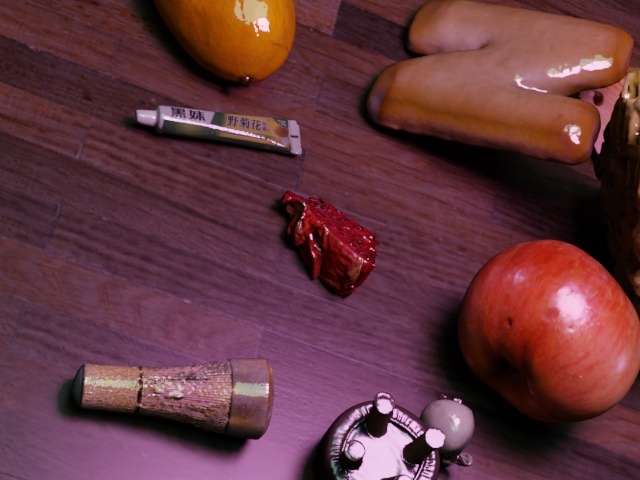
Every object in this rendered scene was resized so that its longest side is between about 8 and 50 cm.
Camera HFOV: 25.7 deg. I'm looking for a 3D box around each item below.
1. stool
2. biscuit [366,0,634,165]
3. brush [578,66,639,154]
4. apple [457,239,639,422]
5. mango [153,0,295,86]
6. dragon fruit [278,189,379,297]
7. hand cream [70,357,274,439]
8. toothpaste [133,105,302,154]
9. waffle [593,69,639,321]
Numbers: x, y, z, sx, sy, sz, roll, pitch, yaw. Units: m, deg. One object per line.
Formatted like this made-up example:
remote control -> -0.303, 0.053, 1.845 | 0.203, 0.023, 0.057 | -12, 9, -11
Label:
stool -> 0.086, 0.219, 1.461 | 0.217, 0.121, 0.125 | -19, 69, -26
biscuit -> 0.222, -0.205, 1.732 | 0.290, 0.062, 0.237 | 16, 53, 22
brush -> 0.463, -0.138, 1.813 | 0.166, 0.174, 0.267 | -12, 52, -41
apple -> 0.254, 0.107, 1.552 | 0.209, 0.209, 0.164 | 42, 59, 4
mango -> -0.120, -0.291, 1.677 | 0.147, 0.109, 0.227 | -35, 78, -10
dragon fruit -> -0.001, 0.003, 1.600 | 0.131, 0.063, 0.097 | 34, 22, -2
hand cream -> -0.152, 0.157, 1.425 | 0.203, 0.084, 0.084 | 4, 60, -13
toothpaste -> -0.118, -0.132, 1.631 | 0.204, 0.031, 0.049 | 6, 60, -23
waffle -> 0.370, -0.024, 1.622 | 0.073, 0.317, 0.297 | -9, 59, 4
